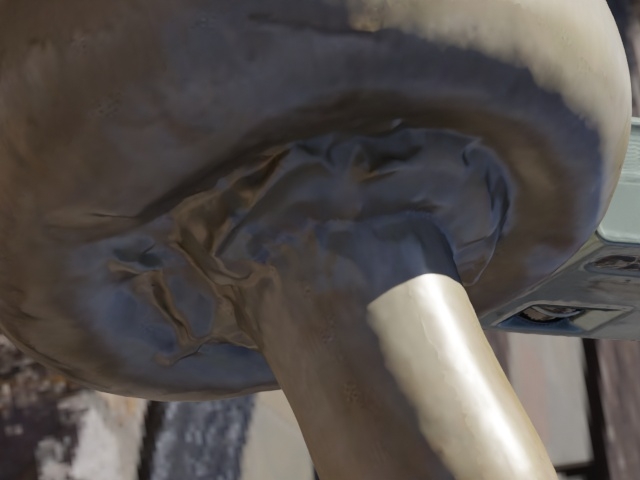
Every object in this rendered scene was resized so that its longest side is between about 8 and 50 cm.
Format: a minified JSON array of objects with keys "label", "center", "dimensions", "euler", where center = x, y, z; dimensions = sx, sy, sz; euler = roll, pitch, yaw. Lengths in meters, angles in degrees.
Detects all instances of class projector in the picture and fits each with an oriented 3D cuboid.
[{"label":"projector","center":[0.139,-0.003,0.648],"dimensions":[0.147,0.115,0.061],"euler":[6,67,-24]}]

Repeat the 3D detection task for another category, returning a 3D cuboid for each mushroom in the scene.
[{"label":"mushroom","center":[0.000,0.000,0.459],"dimensions":[0.207,0.207,0.215],"euler":[36,29,-59]}]
